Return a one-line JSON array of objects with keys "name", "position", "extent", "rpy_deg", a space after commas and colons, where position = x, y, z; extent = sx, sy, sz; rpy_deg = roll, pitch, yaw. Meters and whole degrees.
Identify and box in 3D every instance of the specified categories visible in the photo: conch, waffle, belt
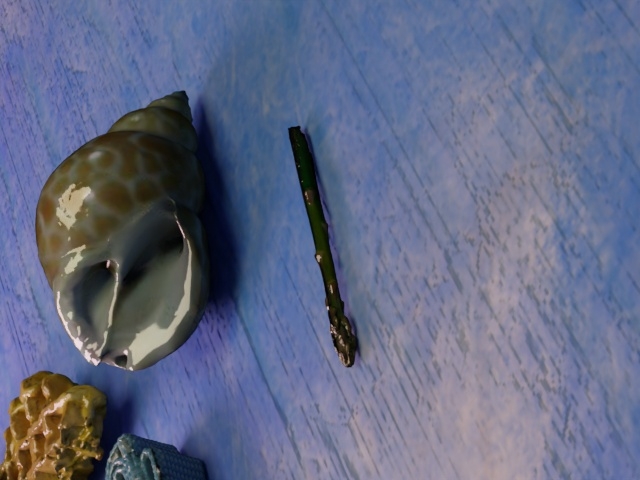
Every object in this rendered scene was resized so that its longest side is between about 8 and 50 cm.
[{"name": "conch", "position": [-0.123, -0.001, 1.119], "extent": [0.116, 0.106, 0.173], "rpy_deg": [-29, 76, 24]}, {"name": "waffle", "position": [-0.183, 0.189, 1.200], "extent": [0.149, 0.051, 0.194], "rpy_deg": [15, 95, 58]}, {"name": "belt", "position": [-0.095, 0.203, 1.062], "extent": [0.100, 0.065, 0.179], "rpy_deg": [-47, 43, 28]}]

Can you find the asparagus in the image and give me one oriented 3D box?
[{"name": "asparagus", "position": [0.000, 0.000, 1.010], "extent": [0.013, 0.016, 0.166], "rpy_deg": [-18, 58, 8]}]
